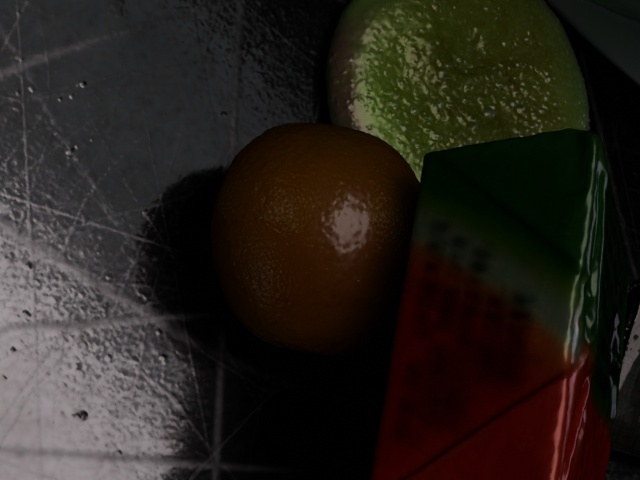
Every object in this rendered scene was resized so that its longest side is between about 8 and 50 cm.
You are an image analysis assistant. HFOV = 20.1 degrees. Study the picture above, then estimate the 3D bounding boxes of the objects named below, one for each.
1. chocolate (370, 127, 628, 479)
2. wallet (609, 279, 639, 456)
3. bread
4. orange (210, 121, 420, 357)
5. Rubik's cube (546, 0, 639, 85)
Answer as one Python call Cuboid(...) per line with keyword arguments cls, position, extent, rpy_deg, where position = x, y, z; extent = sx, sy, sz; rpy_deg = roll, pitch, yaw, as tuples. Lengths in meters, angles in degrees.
Cuboid(cls="chocolate", position=(0.164, 0.116, 1.539), extent=(0.161, 0.360, 0.341), rpy_deg=(6, 73, 15))
Cuboid(cls="wallet", position=(0.423, 0.163, 1.795), extent=(0.317, 0.044, 0.169), rpy_deg=(19, 90, -20))
Cuboid(cls="bread", position=(0.142, -0.131, 1.742), extent=(0.301, 0.045, 0.301), rpy_deg=(5, 79, -26))
Cuboid(cls="orange", position=(0.000, 0.000, 1.565), extent=(0.206, 0.206, 0.206), rpy_deg=(5, 77, -25))
Cuboid(cls="Rubik's cube", position=(0.394, -0.380, 1.743), extent=(0.351, 0.347, 0.352), rpy_deg=(42, 65, -14))
